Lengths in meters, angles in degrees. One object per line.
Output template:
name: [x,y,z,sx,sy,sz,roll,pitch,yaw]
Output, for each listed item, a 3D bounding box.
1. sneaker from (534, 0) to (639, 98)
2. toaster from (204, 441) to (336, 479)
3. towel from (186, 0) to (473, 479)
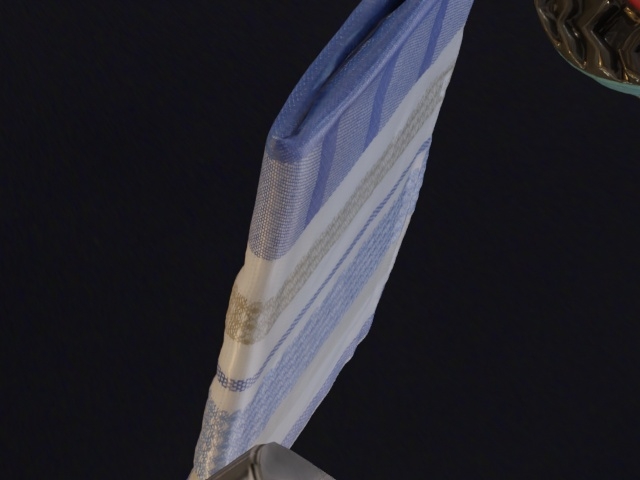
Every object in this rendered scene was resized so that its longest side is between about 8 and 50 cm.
sneaker: [0.198,-0.061,0.500,0.125,0.262,0.104,18,-91,-57]
toaster: [0.005,0.144,0.326,0.110,0.168,0.185,-38,-47,12]
towel: [0.000,0.000,0.806,0.034,0.209,0.285,26,-43,11]
